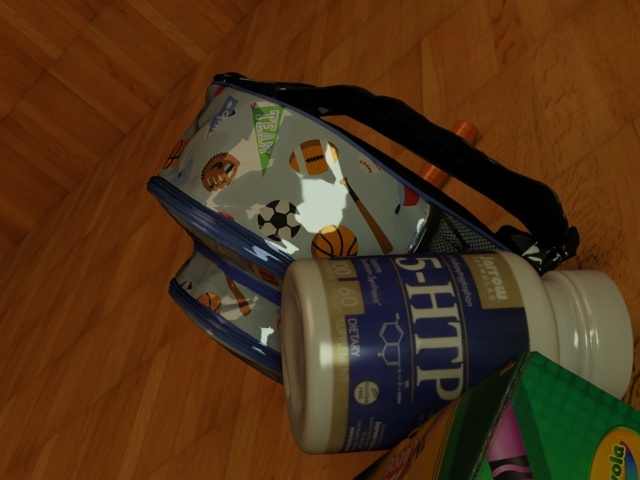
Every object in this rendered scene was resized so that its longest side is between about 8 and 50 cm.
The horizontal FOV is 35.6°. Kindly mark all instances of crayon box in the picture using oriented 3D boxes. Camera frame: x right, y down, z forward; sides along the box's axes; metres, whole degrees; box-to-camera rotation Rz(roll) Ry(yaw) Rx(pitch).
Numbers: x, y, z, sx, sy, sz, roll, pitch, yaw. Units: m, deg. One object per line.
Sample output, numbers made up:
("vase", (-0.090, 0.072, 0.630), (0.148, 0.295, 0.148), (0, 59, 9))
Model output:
("crayon box", (0.046, 0.177, 0.464), (0.165, 0.081, 0.278), (-60, 0, -28))

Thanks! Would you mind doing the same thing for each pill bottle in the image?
("pill bottle", (0.076, 0.062, 0.578), (0.112, 0.187, 0.112), (177, 90, -80))

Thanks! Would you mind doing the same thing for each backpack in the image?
("backpack", (0.000, 0.000, 0.737), (0.213, 0.263, 0.276), (-54, 22, -10))

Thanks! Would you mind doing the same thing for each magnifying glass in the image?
("magnifying glass", (0.075, -0.020, 0.956), (0.231, 0.026, 0.092), (-51, 21, -6))
